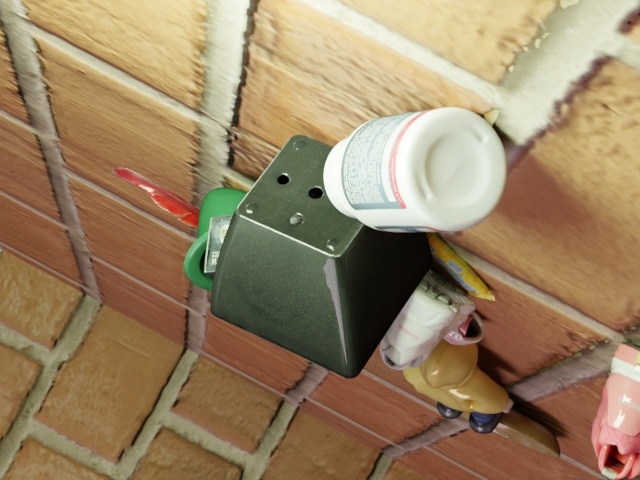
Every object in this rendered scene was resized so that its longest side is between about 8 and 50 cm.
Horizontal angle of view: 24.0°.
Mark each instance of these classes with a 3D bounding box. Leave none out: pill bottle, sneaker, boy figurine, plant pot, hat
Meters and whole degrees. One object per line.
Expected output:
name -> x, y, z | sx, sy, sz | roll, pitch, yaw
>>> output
pill bottle -> 0.077, -0.061, 1.359 | 0.108, 0.108, 0.180 | 34, 166, -23
sneaker -> 0.363, 0.224, 1.791 | 0.116, 0.136, 0.314 | 25, 167, 20
boy figurine -> 0.185, 0.191, 2.135 | 0.177, 0.092, 0.285 | 23, 165, 25
plant pot -> 0.273, 0.276, 2.364 | 0.236, 0.032, 0.236 | 26, 172, 4
sneaker -> 0.153, 0.093, 1.921 | 0.134, 0.051, 0.070 | 30, 166, -22
sneaker -> 0.112, 0.096, 1.780 | 0.090, 0.115, 0.232 | 36, -170, 12
plant pot -> 0.000, 0.000, 1.611 | 0.187, 0.188, 0.167 | 24, 146, 20
hat -> -0.121, -0.051, 1.963 | 0.208, 0.173, 0.183 | 15, -138, -41

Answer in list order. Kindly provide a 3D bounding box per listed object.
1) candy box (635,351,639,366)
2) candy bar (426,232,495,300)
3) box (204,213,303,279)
candy box -> 0.426, 0.160, 1.607 | 0.109, 0.053, 0.187 | 16, 161, 43
candy bar -> 0.152, 0.028, 1.742 | 0.040, 0.018, 0.161 | 16, 163, 41
box -> -0.027, 0.027, 1.830 | 0.180, 0.077, 0.147 | -7, 152, 24
